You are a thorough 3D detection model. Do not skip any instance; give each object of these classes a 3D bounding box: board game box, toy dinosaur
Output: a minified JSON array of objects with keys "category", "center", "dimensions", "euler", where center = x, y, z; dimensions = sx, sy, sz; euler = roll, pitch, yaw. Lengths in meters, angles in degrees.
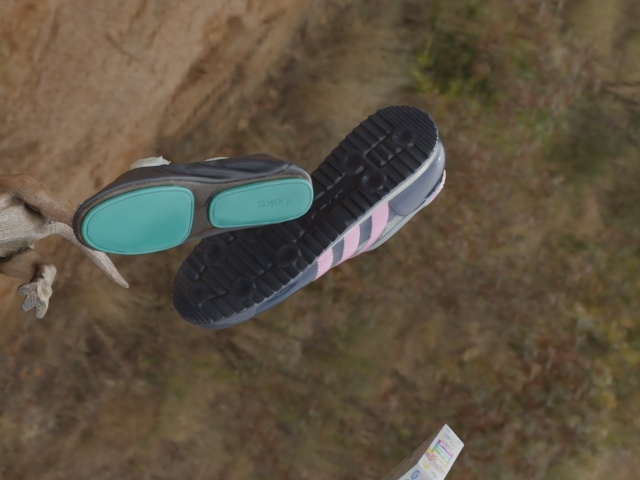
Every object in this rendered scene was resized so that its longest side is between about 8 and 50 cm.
[{"category":"board game box","center":[0.067,0.213,1.093],"dimensions":[0.103,0.026,0.154],"euler":[-43,173,13]},{"category":"toy dinosaur","center":[-0.324,-0.025,1.203],"dimensions":[0.295,0.200,0.127],"euler":[5,106,-33]}]

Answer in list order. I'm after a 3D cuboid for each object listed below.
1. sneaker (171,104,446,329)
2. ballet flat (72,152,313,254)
[{"category":"sneaker","center":[0.000,0.000,1.315],"dimensions":[0.319,0.112,0.131],"euler":[-34,151,-1]},{"category":"ballet flat","center":[-0.104,-0.035,1.002],"dimensions":[0.203,0.074,0.074],"euler":[-10,122,-28]}]
